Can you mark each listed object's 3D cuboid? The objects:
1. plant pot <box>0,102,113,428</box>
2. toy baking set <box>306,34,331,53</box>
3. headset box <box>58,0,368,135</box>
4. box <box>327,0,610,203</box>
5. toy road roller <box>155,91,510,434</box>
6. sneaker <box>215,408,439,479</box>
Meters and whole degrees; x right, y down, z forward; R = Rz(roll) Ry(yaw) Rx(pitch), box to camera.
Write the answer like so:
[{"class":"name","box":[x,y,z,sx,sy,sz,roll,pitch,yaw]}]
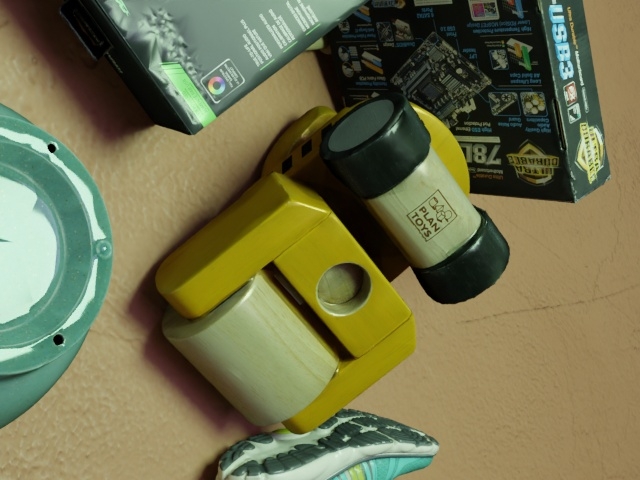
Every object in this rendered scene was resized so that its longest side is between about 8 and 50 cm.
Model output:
[{"class":"plant pot","box":[-0.272,0.012,0.779,0.293,0.196,0.293,10,75,-43]},{"class":"toy baking set","box":[0.028,-0.308,1.244,0.256,0.030,0.196,-11,90,-45]},{"class":"headset box","box":[-0.107,-0.265,0.972,0.283,0.131,0.246,-39,113,-12]},{"class":"box","box":[0.130,-0.192,1.102,0.073,0.295,0.293,-31,115,-34]},{"class":"toy road roller","box":[0.000,0.000,1.081,0.329,0.240,0.202,-40,116,-1]},{"class":"sneaker","box":[0.005,0.238,1.098,0.275,0.107,0.110,-8,107,-40]}]
